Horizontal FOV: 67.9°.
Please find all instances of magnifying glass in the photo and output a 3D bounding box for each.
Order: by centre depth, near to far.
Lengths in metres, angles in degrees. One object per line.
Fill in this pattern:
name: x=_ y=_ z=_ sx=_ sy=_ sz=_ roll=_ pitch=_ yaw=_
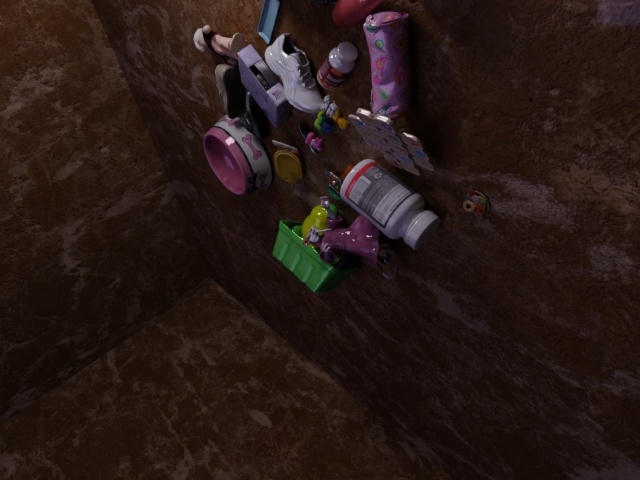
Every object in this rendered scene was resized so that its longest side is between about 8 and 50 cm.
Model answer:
magnifying glass: x=0.083 y=-0.232 z=1.857 sx=0.092 sy=0.026 sz=0.231 roll=51 pitch=155 yaw=5

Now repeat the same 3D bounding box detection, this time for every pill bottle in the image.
pill bottle: x=0.053 y=-0.539 z=1.468 sx=0.086 sy=0.086 sz=0.152 roll=54 pitch=154 yaw=0
pill bottle: x=0.233 y=-0.116 z=1.578 sx=0.318 sy=0.176 sz=0.176 roll=42 pitch=151 yaw=23

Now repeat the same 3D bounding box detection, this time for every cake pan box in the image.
cake pan box: x=-0.213 y=-0.574 z=1.796 sx=0.246 sy=0.070 sz=0.267 roll=52 pitch=172 yaw=2

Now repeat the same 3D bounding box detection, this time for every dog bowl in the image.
dog bowl: x=-0.413 y=-0.400 z=2.317 sx=0.408 sy=0.150 sz=0.408 roll=38 pitch=149 yaw=28

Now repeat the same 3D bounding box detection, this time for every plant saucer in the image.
plant saucer: x=-0.176 y=-0.771 z=1.643 sx=0.067 sy=0.018 sz=0.192 roll=51 pitch=152 yaw=6

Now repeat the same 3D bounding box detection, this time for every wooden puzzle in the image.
wooden puzzle: x=0.056 y=-0.225 z=1.865 sx=0.116 sy=0.014 sz=0.079 roll=37 pitch=150 yaw=32

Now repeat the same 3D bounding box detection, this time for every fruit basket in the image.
fruit basket: x=0.000 y=0.000 z=2.086 sx=0.392 sy=0.283 sz=0.392 roll=-1 pitch=87 yaw=30

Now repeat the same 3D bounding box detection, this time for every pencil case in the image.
pencil case: x=0.187 y=-0.470 z=1.296 sx=0.124 sy=0.124 sz=0.284 roll=30 pitch=144 yaw=39

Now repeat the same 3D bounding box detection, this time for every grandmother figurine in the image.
grandmother figurine: x=-0.398 y=-0.783 z=1.903 sx=0.342 sy=0.104 sz=0.208 roll=34 pitch=162 yaw=39

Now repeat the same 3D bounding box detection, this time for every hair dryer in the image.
hair dryer: x=0.063 y=-0.688 z=1.273 sx=0.293 sy=0.080 sz=0.224 roll=43 pitch=151 yaw=27

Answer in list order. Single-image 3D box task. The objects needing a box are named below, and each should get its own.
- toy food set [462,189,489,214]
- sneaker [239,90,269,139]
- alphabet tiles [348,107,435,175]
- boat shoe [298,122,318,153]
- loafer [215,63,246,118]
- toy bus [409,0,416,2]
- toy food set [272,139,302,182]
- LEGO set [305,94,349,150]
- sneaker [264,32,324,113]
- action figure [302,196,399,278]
toy food set: x=0.457 y=-0.111 z=1.396 sx=0.083 sy=0.020 sz=0.083 roll=32 pitch=146 yaw=38
sneaker: x=-0.299 y=-0.546 z=2.029 sx=0.130 sy=0.087 sz=0.227 roll=27 pitch=149 yaw=31
alphabet tiles: x=0.211 y=-0.292 z=1.433 sx=0.278 sy=0.021 sz=0.284 roll=31 pitch=174 yaw=38
boat shoe: x=-0.036 y=-0.400 z=1.831 sx=0.042 sy=0.049 sz=0.133 roll=-35 pitch=84 yaw=36
loafer: x=-0.391 y=-0.647 z=2.051 sx=0.092 sy=0.102 sz=0.268 roll=49 pitch=155 yaw=28
toy bus: x=0.200 y=-0.646 z=1.079 sx=0.191 sy=0.202 sz=0.104 roll=152 pitch=113 yaw=-70
toy food set: x=-0.127 y=-0.346 z=2.022 sx=0.128 sy=0.071 sz=0.218 roll=16 pitch=143 yaw=15
LEGO set: x=0.038 y=-0.404 z=1.662 sx=0.093 sy=0.087 sz=0.227 roll=46 pitch=146 yaw=9
sneaker: x=-0.080 y=-0.569 z=1.633 sx=0.297 sy=0.111 sz=0.129 roll=54 pitch=149 yaw=-2
action figure: x=0.105 y=-0.008 z=1.852 sx=0.370 sy=0.248 sz=0.276 roll=-2 pitch=149 yaw=32
